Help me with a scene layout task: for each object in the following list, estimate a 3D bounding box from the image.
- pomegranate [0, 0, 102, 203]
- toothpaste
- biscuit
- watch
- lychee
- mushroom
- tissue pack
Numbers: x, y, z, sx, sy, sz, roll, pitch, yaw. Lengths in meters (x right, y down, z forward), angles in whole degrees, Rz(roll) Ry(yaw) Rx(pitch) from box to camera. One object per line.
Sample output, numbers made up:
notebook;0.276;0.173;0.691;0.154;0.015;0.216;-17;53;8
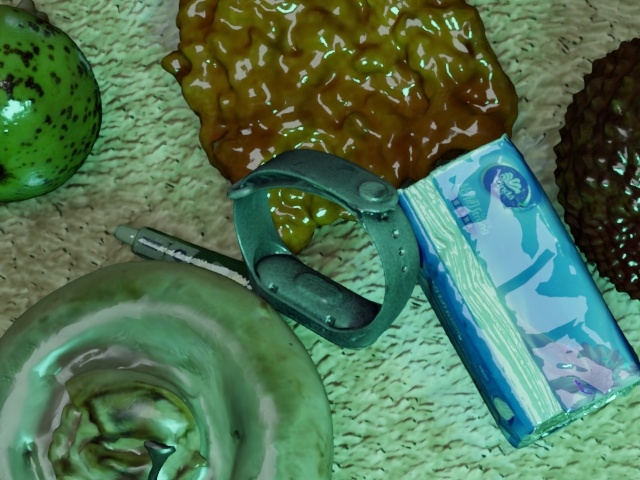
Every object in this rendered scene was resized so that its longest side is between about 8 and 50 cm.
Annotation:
pomegranate;-0.323;-0.159;1.887;0.214;0.214;0.248;0;44;6
toothpaste;-0.121;0.027;1.902;0.204;0.031;0.049;21;84;7
biscuit;0.013;-0.175;1.881;0.312;0.110;0.318;-29;81;3
watch;0.000;0.000;1.755;0.206;0.193;0.068;32;46;26
lychee;0.359;-0.066;1.748;0.275;0.276;0.304;1;44;6
mushroom;-0.169;0.193;1.743;0.362;0.294;0.362;-1;81;8
tissue pack;0.188;0.056;1.780;0.146;0.198;0.263;-27;79;-1
